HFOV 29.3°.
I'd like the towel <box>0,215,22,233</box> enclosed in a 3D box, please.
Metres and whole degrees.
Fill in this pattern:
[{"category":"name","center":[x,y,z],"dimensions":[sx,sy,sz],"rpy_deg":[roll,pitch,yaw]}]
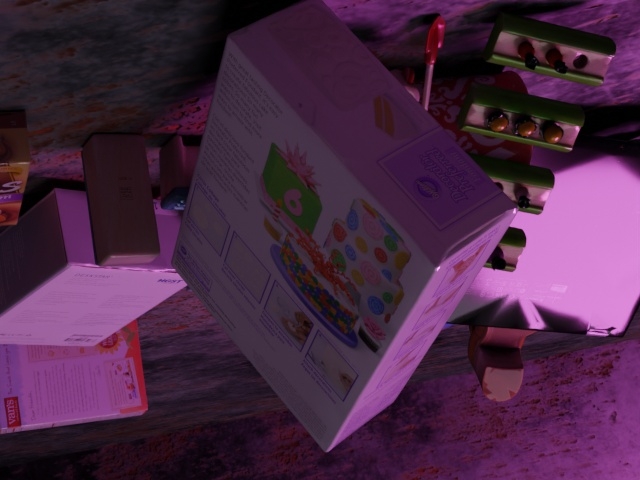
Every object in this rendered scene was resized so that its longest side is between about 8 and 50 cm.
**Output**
[{"category":"towel","center":[-0.429,0.027,1.431],"dimensions":[0.324,0.038,0.248],"rpy_deg":[-5,165,-17]}]

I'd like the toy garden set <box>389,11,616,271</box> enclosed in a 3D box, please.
[{"category":"toy garden set","center":[0.124,-0.080,1.073],"dimensions":[0.203,0.049,0.244],"rpy_deg":[10,121,-16]}]

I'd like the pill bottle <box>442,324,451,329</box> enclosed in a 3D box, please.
[{"category":"pill bottle","center":[0.187,0.052,1.782],"dimensions":[0.124,0.124,0.221],"rpy_deg":[-7,165,-13]}]

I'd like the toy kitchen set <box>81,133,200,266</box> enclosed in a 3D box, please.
[{"category":"toy kitchen set","center":[-0.150,-0.023,1.250],"dimensions":[0.207,0.122,0.166],"rpy_deg":[-2,164,-28]}]

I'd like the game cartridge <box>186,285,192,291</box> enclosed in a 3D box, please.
[{"category":"game cartridge","center":[-0.035,0.034,1.705],"dimensions":[0.198,0.062,0.297],"rpy_deg":[-23,161,30]}]

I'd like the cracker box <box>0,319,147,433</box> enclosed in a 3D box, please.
[{"category":"cracker box","center":[-0.401,0.212,1.945],"dimensions":[0.232,0.156,0.067],"rpy_deg":[-5,166,-18]}]

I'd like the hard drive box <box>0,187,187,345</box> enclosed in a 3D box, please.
[{"category":"hard drive box","center":[-0.271,0.037,1.362],"dimensions":[0.181,0.089,0.232],"rpy_deg":[6,153,-45]}]

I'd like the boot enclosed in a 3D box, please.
[{"category":"boot","center":[0.289,0.076,1.865],"dimensions":[0.109,0.220,0.283],"rpy_deg":[5,122,-5]}]

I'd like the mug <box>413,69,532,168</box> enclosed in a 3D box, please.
[{"category":"mug","center":[0.102,-0.085,1.142],"dimensions":[0.169,0.150,0.113],"rpy_deg":[-2,160,-14]}]

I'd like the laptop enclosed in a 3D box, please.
[{"category":"laptop","center":[0.183,-0.009,1.484],"dimensions":[0.381,0.236,0.408],"rpy_deg":[6,123,-23]}]

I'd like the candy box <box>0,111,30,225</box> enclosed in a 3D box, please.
[{"category":"candy box","center":[-0.329,-0.060,1.125],"dimensions":[0.109,0.053,0.187],"rpy_deg":[-4,164,-19]}]

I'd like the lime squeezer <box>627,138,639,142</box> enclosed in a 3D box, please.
[{"category":"lime squeezer","center":[0.358,-0.102,1.431],"dimensions":[0.109,0.059,0.310],"rpy_deg":[-6,166,-17]}]

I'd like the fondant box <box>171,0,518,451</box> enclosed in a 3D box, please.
[{"category":"fondant box","center":[0.000,0.000,1.015],"dimensions":[0.096,0.238,0.330],"rpy_deg":[-31,161,-29]}]
